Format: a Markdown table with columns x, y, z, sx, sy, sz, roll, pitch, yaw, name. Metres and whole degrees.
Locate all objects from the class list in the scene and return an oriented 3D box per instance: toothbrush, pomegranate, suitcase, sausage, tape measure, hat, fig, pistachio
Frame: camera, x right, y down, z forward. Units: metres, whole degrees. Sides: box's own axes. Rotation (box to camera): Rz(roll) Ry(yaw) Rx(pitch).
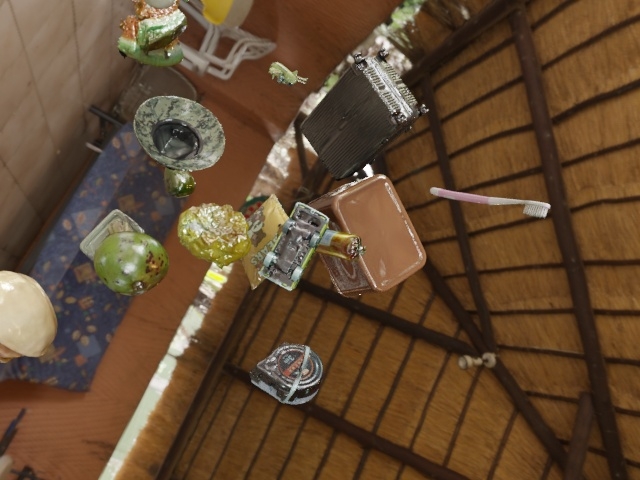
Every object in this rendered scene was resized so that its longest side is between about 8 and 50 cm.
| x | y | z | sx | sy | sz | roll | pitch | yaw | name |
| --- | --- | --- | --- | --- | --- | --- | --- | --- | --- |
| 0.308 | -0.077 | 0.931 | 0.286 | 0.020 | 0.025 | 22 | -89 | 59 | toothbrush |
| -0.547 | 0.043 | 1.395 | 0.202 | 0.202 | 0.247 | -50 | -128 | 31 | pomegranate |
| 0.110 | -0.351 | 1.408 | 0.152 | 0.229 | 0.335 | -30 | 174 | -42 | suitcase |
| 0.000 | 0.000 | 1.340 | 0.372 | 0.082 | 0.082 | 11 | -109 | 53 | sausage |
| -0.084 | 0.394 | 1.442 | 0.182 | 0.181 | 0.107 | -31 | 149 | -48 | tape measure |
| -0.404 | -0.270 | 1.352 | 0.128 | 0.266 | 0.265 | -38 | -152 | 48 | hat |
| -0.550 | -0.245 | 1.841 | 0.117 | 0.177 | 0.117 | -31 | 180 | 0 | fig |
| -0.906 | 0.213 | 1.402 | 0.230 | 0.230 | 0.308 | -91 | 173 | -59 | pistachio |

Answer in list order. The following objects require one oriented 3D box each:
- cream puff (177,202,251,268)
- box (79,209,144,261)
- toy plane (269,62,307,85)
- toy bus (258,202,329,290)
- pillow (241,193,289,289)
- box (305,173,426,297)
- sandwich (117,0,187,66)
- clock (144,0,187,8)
| x | y | z | sx | sy | sz | roll | pitch | yaw | name |
| --- | --- | --- | --- | --- | --- | --- | --- | --- | --- |
| -0.395 | -0.006 | 1.795 | 0.281 | 0.282 | 0.185 | -79 | -169 | -46 | cream puff |
| -0.646 | -0.001 | 1.525 | 0.172 | 0.124 | 0.093 | -49 | -170 | -11 | box |
| -0.083 | -0.376 | 1.103 | 0.111 | 0.102 | 0.040 | 36 | -66 | 41 | toy plane |
| -0.054 | 0.014 | 1.053 | 0.175 | 0.088 | 0.101 | -61 | 174 | -3 | toy bus |
| -0.231 | -0.001 | 2.007 | 0.310 | 0.119 | 0.312 | -41 | -123 | 8 | pillow |
| 0.135 | -0.013 | 1.515 | 0.239 | 0.339 | 0.229 | -29 | -175 | -23 | box |
| -0.500 | -0.704 | 1.539 | 0.250 | 0.162 | 0.301 | -25 | 123 | -67 | sandwich |
| -0.360 | -0.577 | 1.020 | 0.144 | 0.231 | 0.103 | -47 | -119 | 12 | clock |
